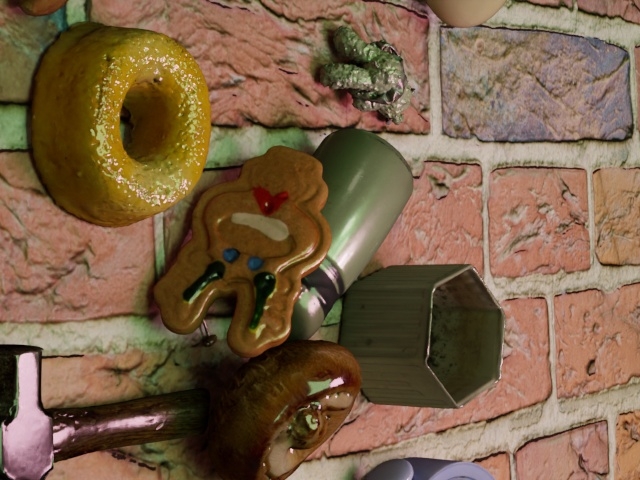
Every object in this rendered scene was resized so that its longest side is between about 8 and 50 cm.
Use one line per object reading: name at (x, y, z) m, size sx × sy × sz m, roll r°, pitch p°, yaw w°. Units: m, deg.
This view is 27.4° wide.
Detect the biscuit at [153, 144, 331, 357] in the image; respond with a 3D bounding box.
biscuit at (-0.094, 0.004, 1.845) m, size 0.047 × 0.202 × 0.334 m, roll 98°, pitch 16°, yaw -60°

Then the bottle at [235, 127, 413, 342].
bottle at (0.000, 0.002, 1.973) m, size 0.168 × 0.168 × 0.347 m, roll 54°, pitch 55°, yaw -33°

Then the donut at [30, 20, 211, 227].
donut at (-0.248, -0.154, 1.723) m, size 0.277 × 0.108 × 0.278 m, roll 4°, pitch 85°, yaw -50°

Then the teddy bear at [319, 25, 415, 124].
teddy bear at (0.102, -0.264, 2.146) m, size 0.213 × 0.111 × 0.133 m, roll 32°, pitch 68°, yaw -43°

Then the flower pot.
flower pot at (0.165, 0.153, 2.135) m, size 0.239 × 0.189 × 0.209 m, roll 52°, pitch 52°, yaw -33°

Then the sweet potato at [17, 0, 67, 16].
sweet potato at (-0.269, -0.390, 1.730) m, size 0.354 × 0.095 × 0.106 m, roll -33°, pitch 68°, yaw -35°

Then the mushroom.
mushroom at (-0.051, 0.241, 1.858) m, size 0.153 × 0.253 × 0.253 m, roll 46°, pitch 37°, yaw 20°

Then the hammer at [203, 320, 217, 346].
hammer at (-0.173, 0.094, 1.870) m, size 0.029 × 0.014 × 0.123 m, roll -38°, pitch 115°, yaw -54°

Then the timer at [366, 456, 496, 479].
timer at (0.182, 0.526, 2.144) m, size 0.395 × 0.173 × 0.395 m, roll 3°, pitch 86°, yaw -49°

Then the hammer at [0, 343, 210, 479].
hammer at (-0.288, 0.245, 1.685) m, size 0.409 × 0.095 × 0.243 m, roll 0°, pitch 88°, yaw -55°

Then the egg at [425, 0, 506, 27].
egg at (0.257, -0.490, 2.286) m, size 0.186 × 0.186 × 0.242 m, roll 1°, pitch 91°, yaw -50°
